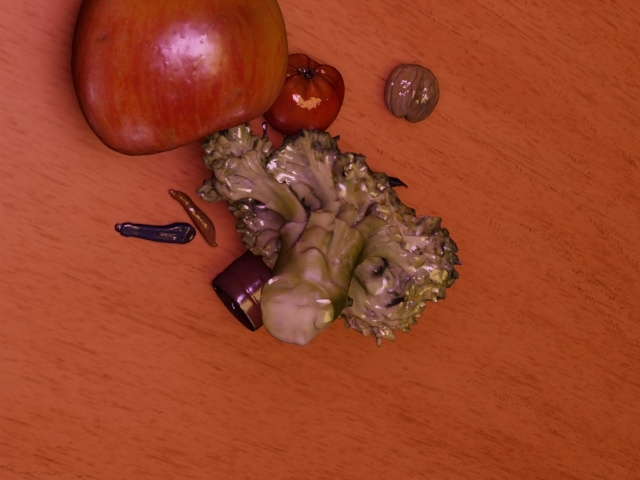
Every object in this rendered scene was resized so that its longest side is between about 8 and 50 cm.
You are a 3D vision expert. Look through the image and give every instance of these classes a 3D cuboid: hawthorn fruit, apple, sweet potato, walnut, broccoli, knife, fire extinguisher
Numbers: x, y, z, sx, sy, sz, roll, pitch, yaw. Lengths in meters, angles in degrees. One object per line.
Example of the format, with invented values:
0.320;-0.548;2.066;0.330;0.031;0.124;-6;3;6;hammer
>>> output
-0.026;-0.200;1.909;0.125;0.125;0.140;1;101;-27;hawthorn fruit
-0.188;-0.266;1.719;0.301;0.301;0.301;-7;107;-26;apple
-0.182;-0.037;1.928;0.026;0.026;0.115;-42;114;-12;sweet potato
0.140;-0.225;2.014;0.092;0.092;0.092;-7;107;-26;walnut
0.032;0.029;1.751;0.353;0.397;0.275;-1;115;-23;broccoli
-0.238;-0.014;1.908;0.121;0.018;0.031;6;108;-28;knife
0.000;0.000;1.997;0.344;0.102;0.138;-40;150;-14;fire extinguisher
